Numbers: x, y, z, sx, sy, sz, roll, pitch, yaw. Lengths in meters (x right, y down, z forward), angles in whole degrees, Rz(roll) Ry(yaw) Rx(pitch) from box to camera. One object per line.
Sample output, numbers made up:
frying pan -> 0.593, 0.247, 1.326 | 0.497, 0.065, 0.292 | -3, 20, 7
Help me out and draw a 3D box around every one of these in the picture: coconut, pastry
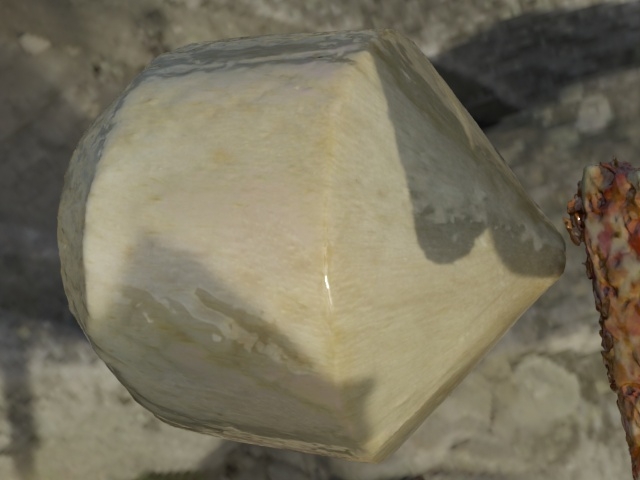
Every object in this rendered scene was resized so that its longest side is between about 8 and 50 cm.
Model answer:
coconut -> 0.000, 0.000, 1.092 | 0.329, 0.329, 0.329 | -10, 53, 13
pastry -> 0.158, 0.043, 0.729 | 0.063, 0.087, 0.169 | -9, 85, -27
